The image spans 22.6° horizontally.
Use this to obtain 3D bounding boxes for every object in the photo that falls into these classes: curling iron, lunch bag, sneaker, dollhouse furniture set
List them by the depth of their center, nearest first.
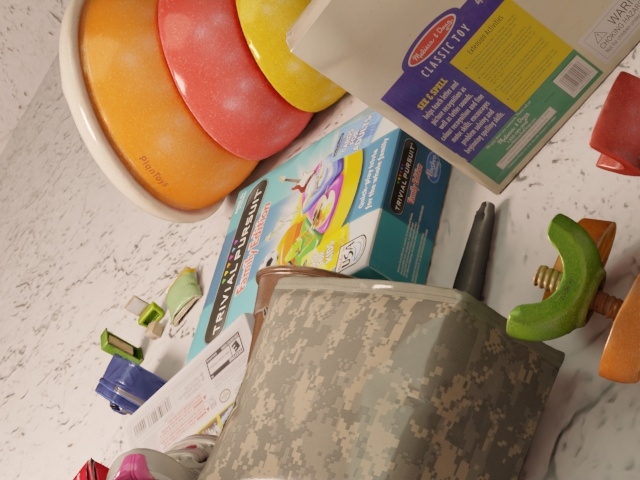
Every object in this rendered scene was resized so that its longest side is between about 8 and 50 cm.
[{"bbox_3d":[0.027,0.160,1.358,0.287,0.169,0.235,8,72,49],"label":"lunch bag"},{"bbox_3d":[0.123,0.074,1.505,0.068,0.035,0.274,-24,40,51],"label":"curling iron"},{"bbox_3d":[-0.128,0.233,1.525,0.103,0.252,0.111,-3,66,17],"label":"sneaker"},{"bbox_3d":[-0.243,0.188,2.024,0.065,0.067,0.098,-61,23,-9],"label":"lunch bag"},{"bbox_3d":[-0.225,0.092,2.120,0.151,0.058,0.076,-50,25,17],"label":"dollhouse furniture set"}]

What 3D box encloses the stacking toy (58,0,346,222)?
[{"bbox_3d":[-0.056,-0.248,2.031,0.480,0.350,0.350,-20,40,26],"label":"stacking toy"}]

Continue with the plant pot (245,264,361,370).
[{"bbox_3d":[-0.003,0.130,1.545,0.167,0.167,0.165,-13,58,58],"label":"plant pot"}]

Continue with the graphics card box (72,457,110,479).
[{"bbox_3d":[-0.325,0.458,1.819,0.371,0.094,0.233,-51,25,10],"label":"graphics card box"}]

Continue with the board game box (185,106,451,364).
[{"bbox_3d":[0.000,0.000,1.779,0.336,0.079,0.253,-30,35,46],"label":"board game box"}]

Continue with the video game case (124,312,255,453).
[{"bbox_3d":[-0.115,0.222,1.700,0.227,0.026,0.206,-42,51,30],"label":"video game case"}]

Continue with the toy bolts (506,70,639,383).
[{"bbox_3d":[0.273,0.003,1.251,0.228,0.158,0.218,-67,-17,2],"label":"toy bolts"}]

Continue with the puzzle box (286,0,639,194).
[{"bbox_3d":[0.194,-0.265,1.496,0.409,0.272,0.052,-48,25,18],"label":"puzzle box"}]
